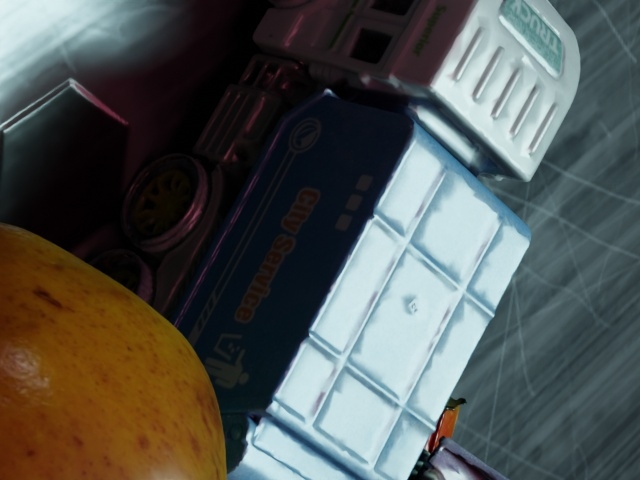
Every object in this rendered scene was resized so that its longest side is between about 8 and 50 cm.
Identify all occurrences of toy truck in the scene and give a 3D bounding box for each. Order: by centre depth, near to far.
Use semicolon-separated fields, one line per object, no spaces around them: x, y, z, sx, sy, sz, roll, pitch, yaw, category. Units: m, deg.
0.000;0.000;1.066;0.146;0.175;0.367;37;75;-44;toy truck

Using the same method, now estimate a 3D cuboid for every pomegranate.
-0.174;0.117;0.878;0.264;0.264;0.264;-18;116;-41;pomegranate

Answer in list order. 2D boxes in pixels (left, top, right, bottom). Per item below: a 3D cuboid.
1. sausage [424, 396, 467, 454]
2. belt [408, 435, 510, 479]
0.019;0.214;1.230;0.083;0.083;0.264;10;97;-48;sausage
0.039;0.263;1.102;0.160;0.207;0.295;36;88;-4;belt
